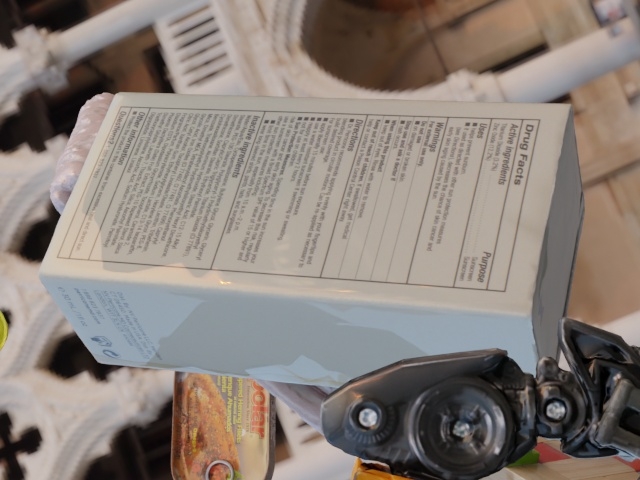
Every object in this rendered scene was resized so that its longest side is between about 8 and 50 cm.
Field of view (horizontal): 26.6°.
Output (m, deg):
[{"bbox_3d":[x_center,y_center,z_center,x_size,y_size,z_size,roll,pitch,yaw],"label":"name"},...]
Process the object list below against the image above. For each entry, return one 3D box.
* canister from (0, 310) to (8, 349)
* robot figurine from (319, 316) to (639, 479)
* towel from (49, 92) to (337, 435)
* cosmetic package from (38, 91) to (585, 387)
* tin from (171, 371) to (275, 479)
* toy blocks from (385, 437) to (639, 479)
[{"bbox_3d":[-0.361,0.108,1.219,0.073,0.126,0.170,48,152,-14],"label":"canister"},{"bbox_3d":[0.112,0.140,0.360,0.085,0.291,0.211,45,-122,-82],"label":"robot figurine"},{"bbox_3d":[-0.088,0.010,1.151,0.317,0.053,0.332,42,-173,-14],"label":"towel"},{"bbox_3d":[0.000,0.000,0.855,0.113,0.309,0.160,69,-148,-51],"label":"cosmetic package"},{"bbox_3d":[-0.098,0.186,1.399,0.040,0.106,0.190,41,-132,-67],"label":"tin"},{"bbox_3d":[0.261,0.264,1.491,0.381,0.260,0.191,24,110,54],"label":"toy blocks"}]
